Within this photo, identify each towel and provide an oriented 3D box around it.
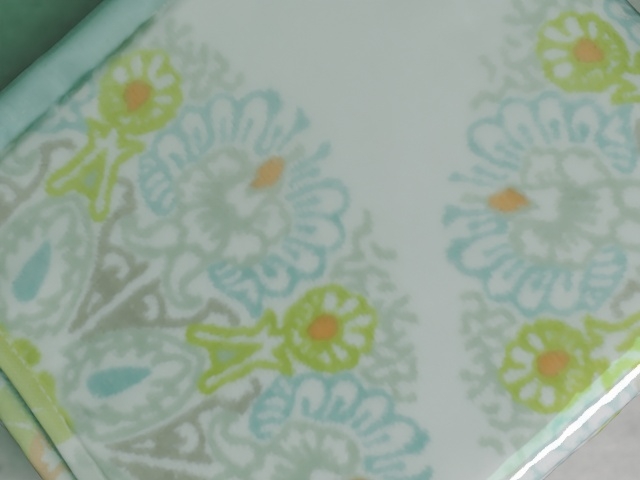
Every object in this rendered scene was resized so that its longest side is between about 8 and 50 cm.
[{"bbox_3d":[0.000,0.000,0.960,0.374,0.090,0.320,-41,77,3],"label":"towel"}]
